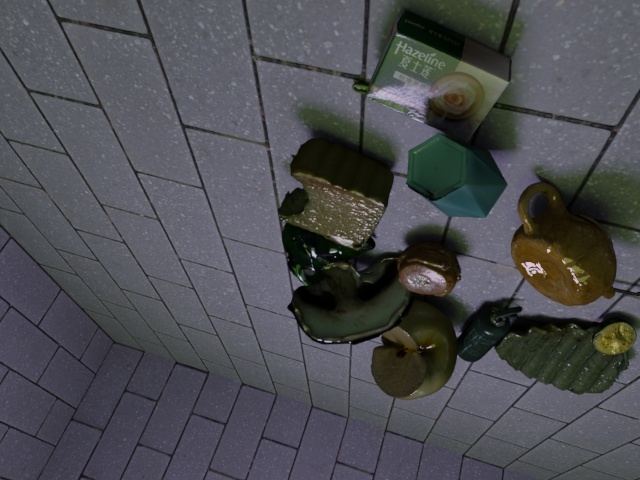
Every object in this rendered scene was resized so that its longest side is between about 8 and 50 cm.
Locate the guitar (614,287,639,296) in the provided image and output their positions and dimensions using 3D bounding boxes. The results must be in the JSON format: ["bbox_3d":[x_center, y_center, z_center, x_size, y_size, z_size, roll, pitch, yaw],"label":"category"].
[{"bbox_3d":[0.654,0.101,1.255,0.233,0.025,0.088,11,149,15],"label":"guitar"}]

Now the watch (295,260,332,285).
[{"bbox_3d":[0.019,0.095,1.577,0.165,0.131,0.152,8,130,30],"label":"watch"}]

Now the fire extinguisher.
[{"bbox_3d":[0.486,0.265,1.565,0.114,0.095,0.311,-3,150,-3],"label":"fire extinguisher"}]

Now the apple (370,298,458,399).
[{"bbox_3d":[0.280,0.315,1.616,0.233,0.295,0.258,-10,179,-19],"label":"apple"}]

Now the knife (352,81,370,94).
[{"bbox_3d":[0.146,-0.264,0.984,0.184,0.026,0.022,17,111,11],"label":"knife"}]

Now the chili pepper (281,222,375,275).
[{"bbox_3d":[-0.005,0.006,1.423,0.264,0.116,0.148,-2,137,34],"label":"chili pepper"}]

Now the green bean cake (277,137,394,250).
[{"bbox_3d":[0.030,-0.107,1.209,0.233,0.124,0.236,21,150,-3],"label":"green bean cake"}]

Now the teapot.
[{"bbox_3d":[0.503,0.008,1.085,0.311,0.167,0.203,53,166,-13],"label":"teapot"}]

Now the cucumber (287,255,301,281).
[{"bbox_3d":[-0.001,0.142,1.698,0.293,0.067,0.067,37,147,-24],"label":"cucumber"}]

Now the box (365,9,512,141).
[{"bbox_3d":[0.191,-0.266,0.878,0.199,0.081,0.135,21,141,-5],"label":"box"}]

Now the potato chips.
[{"bbox_3d":[0.702,0.352,1.594,0.358,0.070,0.429,10,149,15],"label":"potato chips"}]

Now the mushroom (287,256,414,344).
[{"bbox_3d":[0.092,0.161,1.476,0.247,0.344,0.130,61,177,14],"label":"mushroom"}]

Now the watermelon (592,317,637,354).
[{"bbox_3d":[0.748,0.241,1.376,0.105,0.062,0.105,1,114,2],"label":"watermelon"}]

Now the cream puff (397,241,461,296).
[{"bbox_3d":[0.275,0.066,1.348,0.165,0.115,0.150,23,145,15],"label":"cream puff"}]

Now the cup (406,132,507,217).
[{"bbox_3d":[0.233,-0.111,0.955,0.134,0.148,0.235,34,-164,26],"label":"cup"}]
